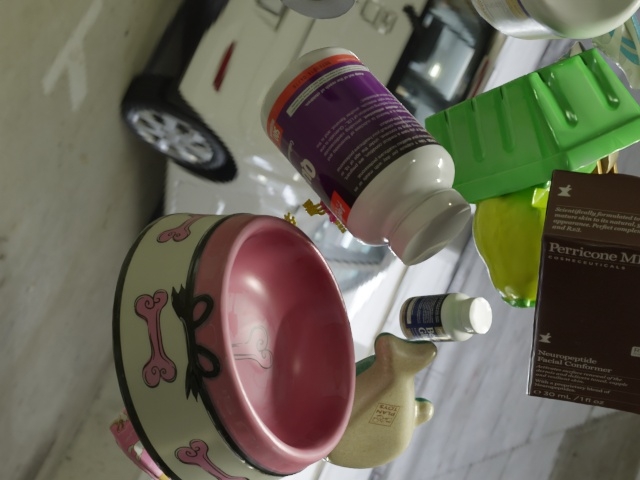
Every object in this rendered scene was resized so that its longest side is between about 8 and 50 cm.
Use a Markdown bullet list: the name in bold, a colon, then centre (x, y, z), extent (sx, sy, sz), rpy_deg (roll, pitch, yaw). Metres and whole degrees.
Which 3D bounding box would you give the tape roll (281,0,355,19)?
- **tape roll**: centre (-0.011, -0.580, 2.068), extent (0.072, 0.219, 0.219), rpy_deg (-64, 180, -31)

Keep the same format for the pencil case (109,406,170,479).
- **pencil case**: centre (-0.221, 0.274, 1.847), extent (0.386, 0.160, 0.167), rpy_deg (-49, 151, -10)

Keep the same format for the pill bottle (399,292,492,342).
- **pill bottle**: centre (0.241, 0.148, 1.858), extent (0.169, 0.094, 0.094), rpy_deg (-10, -134, 47)

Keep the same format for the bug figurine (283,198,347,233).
- **bug figurine**: centre (0.000, 0.000, 2.000), extent (0.279, 0.072, 0.216), rpy_deg (-41, -136, 9)

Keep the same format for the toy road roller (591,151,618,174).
- **toy road roller**: centre (0.565, -0.088, 2.241), extent (0.202, 0.241, 0.329), rpy_deg (-32, 116, -60)

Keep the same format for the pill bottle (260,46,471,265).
- **pill bottle**: centre (0.067, -0.120, 1.402), extent (0.181, 0.323, 0.181), rpy_deg (-31, 154, -17)

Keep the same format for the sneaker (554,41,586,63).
- **sneaker**: centre (0.520, -0.306, 1.988), extent (0.110, 0.107, 0.275), rpy_deg (-31, -158, 24)

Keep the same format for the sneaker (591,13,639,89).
- **sneaker**: centre (0.613, -0.412, 1.996), extent (0.092, 0.228, 0.087), rpy_deg (-17, -157, 26)

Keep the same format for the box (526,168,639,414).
- **box**: centre (0.412, 0.085, 1.404), extent (0.381, 0.191, 0.143), rpy_deg (82, 22, -45)

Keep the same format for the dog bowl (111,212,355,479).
- **dog bowl**: centre (-0.094, 0.143, 1.331), extent (0.150, 0.408, 0.408), rpy_deg (-14, -151, 28)

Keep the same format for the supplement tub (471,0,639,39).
- **supplement tub**: centre (0.405, -0.475, 1.705), extent (0.241, 0.241, 0.331), rpy_deg (-64, -167, 6)

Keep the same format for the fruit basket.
- **fruit basket**: centre (0.359, -0.088, 1.618), extent (0.283, 0.392, 0.392), rpy_deg (-24, 160, -27)

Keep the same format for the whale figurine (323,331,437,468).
- **whale figurine**: centre (0.081, 0.240, 1.555), extent (0.141, 0.216, 0.272), rpy_deg (-106, -145, -53)
